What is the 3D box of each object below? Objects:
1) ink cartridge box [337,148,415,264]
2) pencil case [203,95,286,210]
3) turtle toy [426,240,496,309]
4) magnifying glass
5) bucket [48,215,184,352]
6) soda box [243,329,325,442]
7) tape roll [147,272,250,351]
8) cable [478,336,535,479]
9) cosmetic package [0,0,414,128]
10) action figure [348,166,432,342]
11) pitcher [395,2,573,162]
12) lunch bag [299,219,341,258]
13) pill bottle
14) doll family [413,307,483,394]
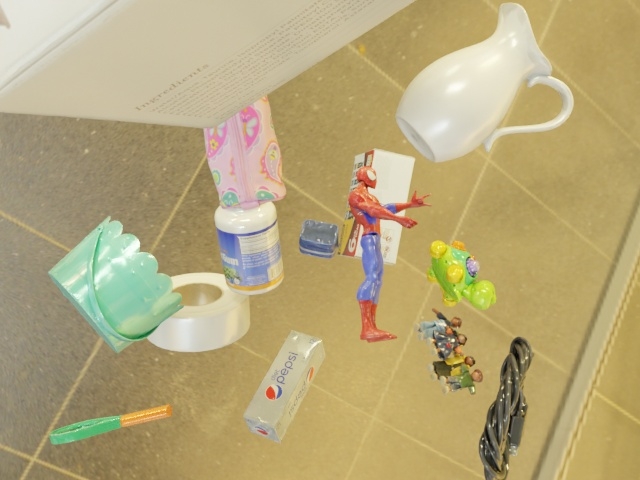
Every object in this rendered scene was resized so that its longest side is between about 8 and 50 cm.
[{"bbox_3d":[0.150,-0.094,2.058,0.130,0.272,0.310,11,88,-12],"label":"ink cartridge box"},{"bbox_3d":[-0.137,-0.194,1.130,0.124,0.124,0.284,-17,106,-28],"label":"pencil case"},{"bbox_3d":[0.214,0.055,1.063,0.066,0.095,0.130,-23,57,-12],"label":"turtle toy"},{"bbox_3d":[-0.391,0.340,1.295,0.230,0.092,0.026,-12,88,4],"label":"magnifying glass"},{"bbox_3d":[-0.464,0.107,1.578,0.183,0.281,0.281,-42,107,-21],"label":"bucket"},{"bbox_3d":[-0.091,0.384,1.855,0.091,0.098,0.286,78,34,-47],"label":"soda box"},{"bbox_3d":[-0.330,0.184,1.850,0.286,0.286,0.100,-12,115,-28],"label":"tape roll"},{"bbox_3d":[0.230,0.211,0.874,0.150,0.047,0.185,-6,108,-63],"label":"cable"},{"bbox_3d":[-0.134,-0.324,0.634,0.330,0.327,0.393,63,19,2],"label":"cosmetic package"},{"bbox_3d":[0.117,0.010,1.097,0.139,0.091,0.281,-10,76,11],"label":"action figure"},{"bbox_3d":[0.221,-0.183,0.933,0.207,0.125,0.178,-41,94,-1],"label":"pitcher"},{"bbox_3d":[0.000,0.000,1.638,0.098,0.065,0.067,12,52,5],"label":"lunch bag"},{"bbox_3d":[-0.178,-0.017,1.710,0.152,0.152,0.272,-22,122,-27],"label":"pill bottle"},{"bbox_3d":[0.272,0.230,1.450,0.111,0.076,0.193,-12,78,-21],"label":"doll family"}]
